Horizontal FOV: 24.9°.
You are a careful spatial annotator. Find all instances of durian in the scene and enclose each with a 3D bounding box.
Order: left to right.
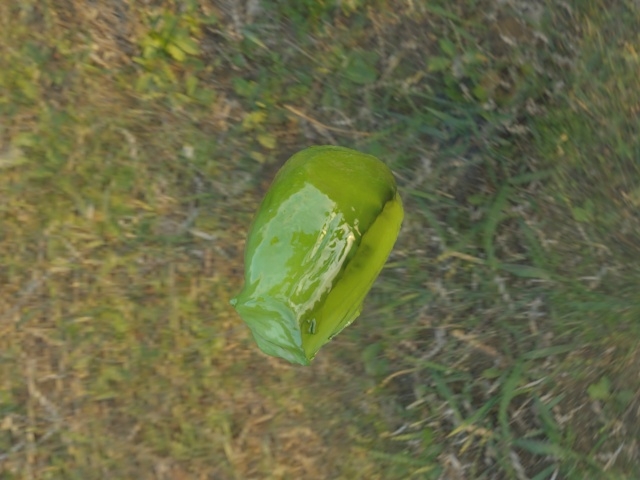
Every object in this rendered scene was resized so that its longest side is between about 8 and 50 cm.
[{"bbox_3d":[0.000,0.000,1.067,0.101,0.250,0.139,24,120,1],"label":"durian"}]
